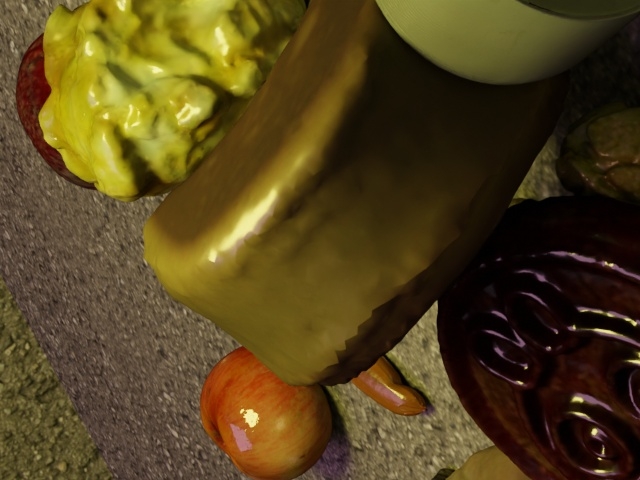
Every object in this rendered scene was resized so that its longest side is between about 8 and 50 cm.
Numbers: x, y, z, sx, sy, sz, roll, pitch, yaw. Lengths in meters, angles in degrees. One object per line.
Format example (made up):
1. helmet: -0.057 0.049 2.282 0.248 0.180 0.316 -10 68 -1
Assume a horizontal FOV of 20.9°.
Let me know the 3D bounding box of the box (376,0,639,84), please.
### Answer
1. box: 0.156 -0.246 1.330 0.226 0.226 0.149 58 157 3

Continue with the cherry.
1. cherry: -0.307 -0.179 2.393 0.230 0.203 0.300 45 168 25

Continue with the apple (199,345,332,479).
1. apple: -0.080 0.251 2.500 0.209 0.164 0.209 48 157 28

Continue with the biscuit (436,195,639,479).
1. biscuit: 0.280 0.134 1.560 0.407 0.091 0.407 27 147 19

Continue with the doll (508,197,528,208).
1. doll: 0.126 0.023 1.753 0.137 0.209 0.097 96 160 -44

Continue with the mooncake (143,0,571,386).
1. mooncake: 0.027 -0.073 1.541 0.246 0.393 0.394 34 139 -15

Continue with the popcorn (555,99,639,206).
1. popcorn: 0.258 -0.065 1.505 0.120 0.106 0.116 44 143 32

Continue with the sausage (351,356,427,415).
1. sausage: 0.069 0.173 2.246 0.183 0.054 0.062 43 180 28

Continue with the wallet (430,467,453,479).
1. wallet: 0.241 0.433 2.225 0.309 0.042 0.165 43 152 28

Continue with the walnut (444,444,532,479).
1. walnut: 0.236 0.343 1.900 0.248 0.248 0.248 45 153 30

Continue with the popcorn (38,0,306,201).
1. popcorn: -0.154 -0.196 1.908 0.293 0.334 0.292 37 174 18
